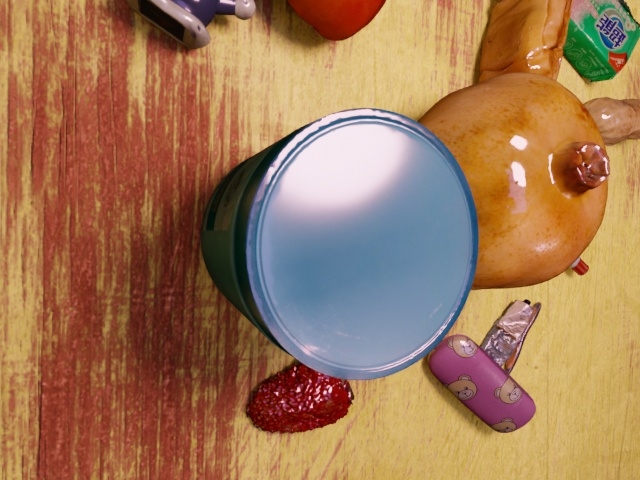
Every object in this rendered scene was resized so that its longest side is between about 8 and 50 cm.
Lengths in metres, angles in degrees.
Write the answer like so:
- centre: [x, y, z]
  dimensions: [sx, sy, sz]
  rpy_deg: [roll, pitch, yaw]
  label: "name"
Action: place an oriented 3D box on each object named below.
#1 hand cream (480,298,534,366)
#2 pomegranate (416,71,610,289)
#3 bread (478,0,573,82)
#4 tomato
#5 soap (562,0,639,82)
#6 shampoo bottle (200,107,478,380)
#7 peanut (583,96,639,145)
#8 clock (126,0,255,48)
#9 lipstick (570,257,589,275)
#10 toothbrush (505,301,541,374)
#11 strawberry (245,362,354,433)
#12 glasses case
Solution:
- centre: [0.457, 0.250, 1.042]
  dimensions: [0.075, 0.052, 0.248]
  rpy_deg: [37, 83, 5]
  label: "hand cream"
- centre: [0.323, -0.106, 0.775]
  dimensions: [0.416, 0.416, 0.417]
  rpy_deg: [-1, 93, -25]
  label: "pomegranate"
- centre: [0.470, -0.472, 0.938]
  dimensions: [0.132, 0.166, 0.295]
  rpy_deg: [14, 87, -25]
  label: "bread"
- centre: [0.032, -0.490, 0.711]
  dimensions: [0.259, 0.179, 0.260]
  rpy_deg: [15, 68, -43]
  label: "tomato"
- centre: [0.695, -0.558, 1.078]
  dimensions: [0.273, 0.098, 0.218]
  rpy_deg: [32, 86, -21]
  label: "soap"
- centre: [0.000, 0.000, 0.649]
  dimensions: [0.330, 0.342, 0.332]
  rpy_deg: [-1, 93, -24]
  label: "shampoo bottle"
- centre: [0.815, -0.325, 1.129]
  dimensions: [0.290, 0.130, 0.130]
  rpy_deg: [-9, 96, -23]
  label: "peanut"
- centre: [-0.183, -0.440, 0.656]
  dimensions: [0.199, 0.146, 0.244]
  rpy_deg: [32, 87, -18]
  label: "clock"
- centre: [0.622, 0.013, 1.086]
  dimensions: [0.274, 0.068, 0.061]
  rpy_deg: [35, 78, -21]
  label: "lipstick"
- centre: [0.502, 0.298, 1.072]
  dimensions: [0.031, 0.023, 0.321]
  rpy_deg: [40, 77, -24]
  label: "toothbrush"
- centre: [-0.024, 0.318, 0.794]
  dimensions: [0.208, 0.087, 0.167]
  rpy_deg: [-33, 107, -18]
  label: "strawberry"
- centre: [0.381, 0.341, 0.970]
  dimensions: [0.123, 0.076, 0.316]
  rpy_deg: [-43, 105, 13]
  label: "glasses case"
